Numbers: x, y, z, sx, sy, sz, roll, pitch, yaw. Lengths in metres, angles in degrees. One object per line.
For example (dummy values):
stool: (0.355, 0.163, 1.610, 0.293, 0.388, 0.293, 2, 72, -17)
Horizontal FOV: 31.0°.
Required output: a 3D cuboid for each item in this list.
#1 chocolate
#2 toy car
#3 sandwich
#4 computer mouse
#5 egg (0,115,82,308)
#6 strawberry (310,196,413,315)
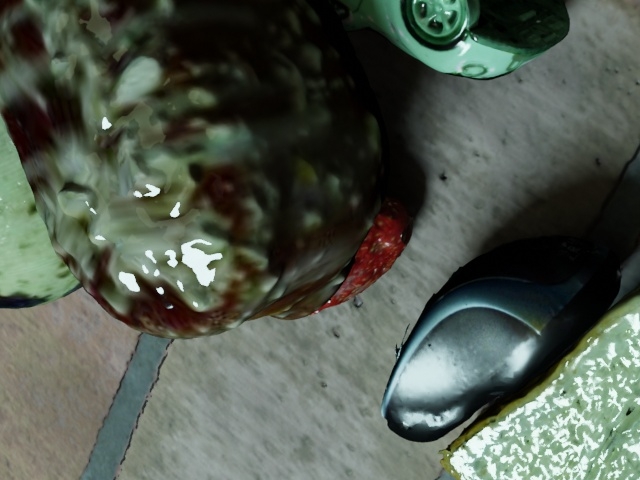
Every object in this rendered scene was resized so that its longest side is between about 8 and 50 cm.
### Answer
chocolate: (-0.105, -0.080, 0.811, 0.225, 0.210, 0.340, -22, 93, 31)
toy car: (0.045, -0.219, 0.887, 0.306, 0.136, 0.125, 44, 132, 12)
sandwich: (0.268, 0.189, 0.880, 0.273, 0.095, 0.249, 49, 117, 12)
computer mouse: (0.128, 0.067, 0.902, 0.233, 0.137, 0.096, -41, 85, 32)
egg: (-0.308, -0.121, 1.019, 0.287, 0.287, 0.379, -39, 79, 31)
strawberry: (-0.003, 0.006, 0.975, 0.148, 0.131, 0.131, 14, 108, 24)
